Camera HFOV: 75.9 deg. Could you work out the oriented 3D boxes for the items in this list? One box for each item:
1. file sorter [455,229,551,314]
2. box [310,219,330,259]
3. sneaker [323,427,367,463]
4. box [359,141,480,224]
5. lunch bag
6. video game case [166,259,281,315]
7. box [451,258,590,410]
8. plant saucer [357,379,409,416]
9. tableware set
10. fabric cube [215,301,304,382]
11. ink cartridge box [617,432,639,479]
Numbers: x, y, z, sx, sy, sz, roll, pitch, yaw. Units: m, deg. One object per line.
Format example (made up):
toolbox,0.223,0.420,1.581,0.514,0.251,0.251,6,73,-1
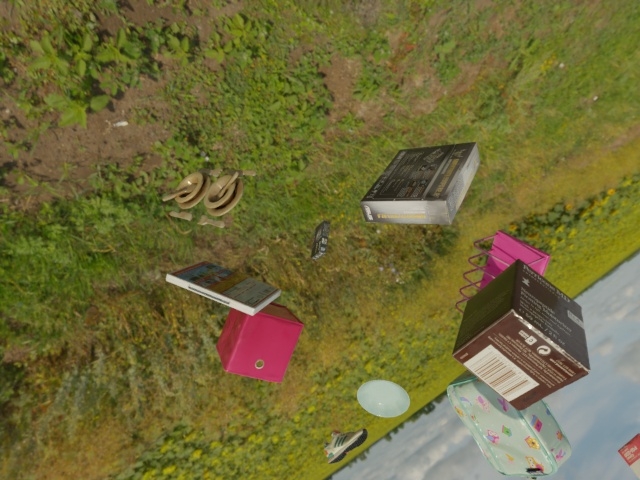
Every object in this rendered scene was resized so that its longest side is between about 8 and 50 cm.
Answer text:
file sorter,0.625,0.150,1.454,0.182,0.202,0.291,-14,124,-29
box,0.000,0.000,1.011,0.018,0.084,0.067,14,161,-16
sneaker,0.067,0.586,1.211,0.057,0.075,0.161,22,117,-44
box,0.214,-0.123,0.865,0.231,0.182,0.056,-52,132,-39
lunch bag,0.467,0.460,1.048,0.107,0.279,0.224,-20,163,-36
video game case,-0.282,0.134,1.231,0.204,0.284,0.025,-28,136,-71
box,0.394,0.181,0.816,0.167,0.168,0.203,-56,173,37
plant saucer,0.235,0.579,1.533,0.195,0.194,0.037,-53,-173,31
tableware set,-0.225,-0.098,0.794,0.039,0.194,0.128,46,64,-45
fabric cube,-0.259,0.400,1.718,0.253,0.259,0.259,22,90,-24
ink cartridge box,0.950,0.645,1.094,0.158,0.218,0.092,15,118,-21
